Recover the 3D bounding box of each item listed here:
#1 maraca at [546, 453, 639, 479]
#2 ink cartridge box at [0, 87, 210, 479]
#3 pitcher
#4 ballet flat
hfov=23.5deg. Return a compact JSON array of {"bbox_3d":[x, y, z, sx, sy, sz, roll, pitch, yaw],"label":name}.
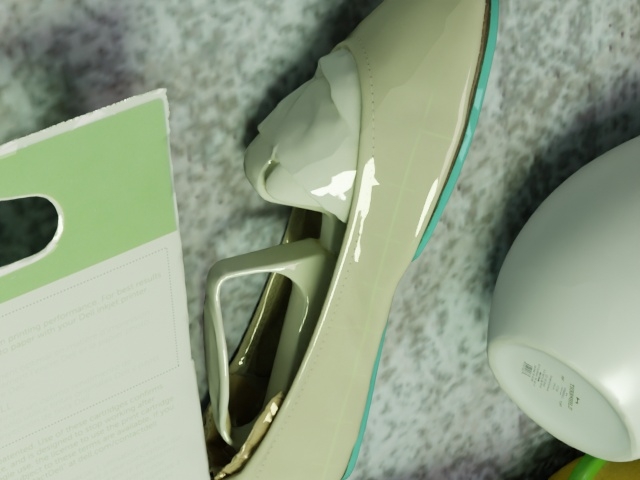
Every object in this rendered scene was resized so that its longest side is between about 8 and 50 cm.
[{"bbox_3d":[0.158,0.162,0.833,0.127,0.099,0.186,40,61,-49],"label":"maraca"},{"bbox_3d":[-0.126,0.065,0.556,0.171,0.056,0.235,-24,127,-28],"label":"ink cartridge box"},{"bbox_3d":[0.174,0.014,0.746,0.207,0.125,0.178,-48,153,-22],"label":"pitcher"},{"bbox_3d":[0.000,0.000,0.612,0.086,0.086,0.248,-4,119,-39],"label":"ballet flat"}]
